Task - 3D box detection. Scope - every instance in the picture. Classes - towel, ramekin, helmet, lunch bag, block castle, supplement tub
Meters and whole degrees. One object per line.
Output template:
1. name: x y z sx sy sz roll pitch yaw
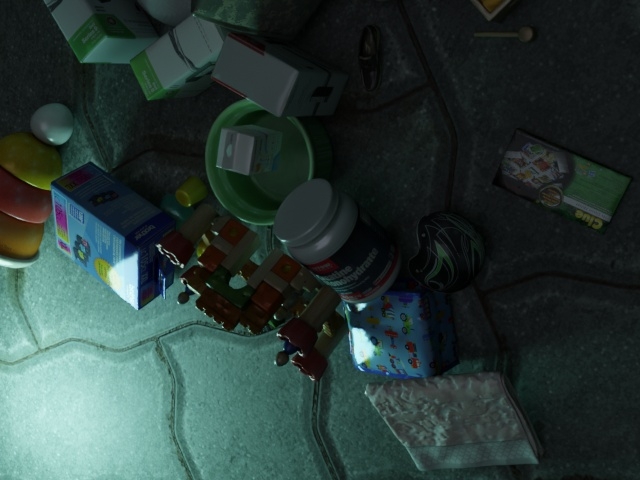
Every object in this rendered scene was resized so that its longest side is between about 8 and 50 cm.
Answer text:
1. towel: 0.311 0.421 1.771 0.331 0.053 0.317 -12 126 29
2. ramekin: -0.117 -0.198 1.881 0.303 0.148 0.304 6 104 26
3. helmet: 0.285 0.019 1.715 0.169 0.169 0.162 33 130 17
4. lunch bag: -0.116 -0.584 1.702 0.235 0.286 0.169 -46 44 40
5. block castle: -0.167 0.140 1.827 0.453 0.303 0.213 34 73 19
6. supplement tub: 0.043 0.004 1.755 0.191 0.191 0.272 -26 131 30
7. lunch bag: 0.163 0.210 1.853 0.293 0.138 0.221 -2 103 37

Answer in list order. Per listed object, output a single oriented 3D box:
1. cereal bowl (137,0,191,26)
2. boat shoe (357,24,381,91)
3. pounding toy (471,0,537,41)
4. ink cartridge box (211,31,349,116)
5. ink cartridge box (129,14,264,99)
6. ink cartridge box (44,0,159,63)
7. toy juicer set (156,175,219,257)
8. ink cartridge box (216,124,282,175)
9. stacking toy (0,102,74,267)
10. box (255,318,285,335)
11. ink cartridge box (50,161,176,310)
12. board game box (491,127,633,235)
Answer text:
1. cereal bowl: -0.360 -0.700 1.899 0.338 0.141 0.339 6 104 25
2. boat shoe: 0.108 -0.418 1.768 0.056 0.049 0.152 2 103 27
3. pounding toy: 0.369 -0.494 1.588 0.181 0.094 0.206 -43 80 28
4. ink cartridge box: -0.084 -0.374 1.754 0.197 0.273 0.114 32 111 18
5. ink cartridge box: -0.295 -0.458 1.885 0.272 0.198 0.115 -25 90 30
6. ink cartridge box: -0.588 -0.612 1.996 0.121 0.211 0.289 -34 85 30
7. toy juicer set: -0.365 -0.036 2.096 0.329 0.089 0.209 -27 105 47
8. ink cartridge box: -0.164 -0.204 1.735 0.089 0.143 0.092 17 109 24
9. stacking toy: -0.867 -0.191 2.242 0.350 0.350 0.480 41 98 14
10. box: -0.141 0.205 2.024 0.052 0.083 0.062 -21 91 29
11. ink cartridge box: -0.540 0.002 2.098 0.395 0.151 0.270 32 138 18
12. board game box: 0.510 -0.127 1.638 0.259 0.030 0.136 29 111 19
